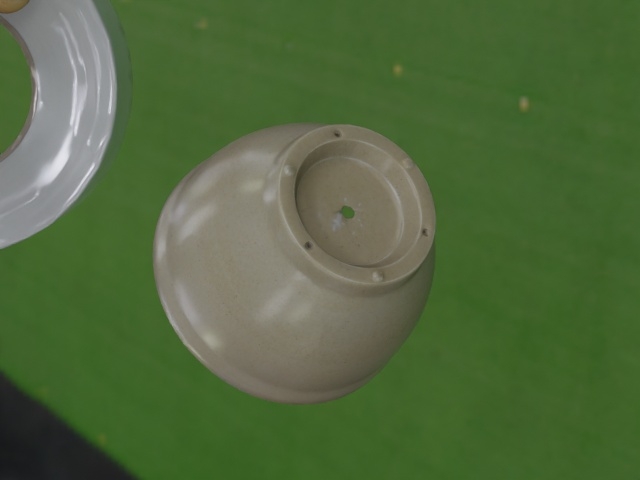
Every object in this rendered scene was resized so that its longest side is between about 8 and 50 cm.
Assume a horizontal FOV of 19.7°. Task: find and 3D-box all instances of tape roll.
[{"bbox_3d":[-0.305,-0.130,1.571,0.100,0.286,0.286,-78,-12,-82],"label":"tape roll"}]

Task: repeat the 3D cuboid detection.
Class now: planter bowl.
[{"bbox_3d":[0.000,0.000,1.038,0.109,0.162,0.162,-41,58,56],"label":"planter bowl"}]

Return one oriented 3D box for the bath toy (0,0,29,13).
[{"bbox_3d":[-0.315,-0.171,1.422,0.129,0.151,0.348,6,65,50],"label":"bath toy"}]
